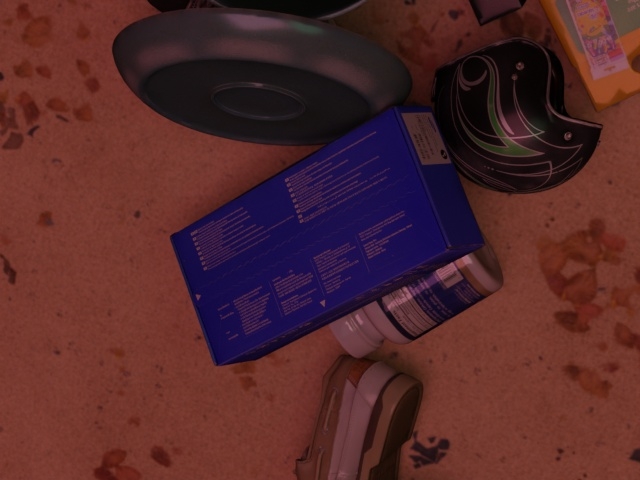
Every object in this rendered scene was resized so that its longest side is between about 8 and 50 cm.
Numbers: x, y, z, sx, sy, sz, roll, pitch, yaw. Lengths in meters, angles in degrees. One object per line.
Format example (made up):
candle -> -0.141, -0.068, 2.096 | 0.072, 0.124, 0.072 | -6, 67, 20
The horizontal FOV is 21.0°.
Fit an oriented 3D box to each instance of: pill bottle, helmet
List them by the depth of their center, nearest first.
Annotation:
helmet -> 0.209, -0.128, 1.842 | 0.169, 0.169, 0.161 | -18, 87, 15
pill bottle -> 0.100, 0.051, 1.936 | 0.187, 0.112, 0.112 | -32, 98, 17

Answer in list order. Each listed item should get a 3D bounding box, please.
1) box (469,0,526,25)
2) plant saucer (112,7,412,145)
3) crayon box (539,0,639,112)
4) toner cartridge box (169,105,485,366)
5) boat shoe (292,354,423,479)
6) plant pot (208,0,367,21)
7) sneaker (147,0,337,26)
box -> 0.180, -0.281, 1.854 | 0.052, 0.062, 0.083 | -23, 100, 17
plant saucer -> -0.063, -0.161, 1.812 | 0.318, 0.317, 0.043 | 5, 74, 9
crayon box -> 0.308, -0.325, 1.809 | 0.203, 0.083, 0.323 | -25, 99, 16
toner cartridge box -> 0.000, 0.000, 1.878 | 0.348, 0.075, 0.165 | -28, 76, 35
boat shoe -> 0.027, 0.271, 2.022 | 0.103, 0.113, 0.302 | 28, 112, 24
plant pot -> -0.016, -0.381, 1.772 | 0.293, 0.235, 0.293 | 3, 105, 10
sneaker -> -0.095, -0.248, 1.877 | 0.229, 0.132, 0.086 | 18, 108, 5
